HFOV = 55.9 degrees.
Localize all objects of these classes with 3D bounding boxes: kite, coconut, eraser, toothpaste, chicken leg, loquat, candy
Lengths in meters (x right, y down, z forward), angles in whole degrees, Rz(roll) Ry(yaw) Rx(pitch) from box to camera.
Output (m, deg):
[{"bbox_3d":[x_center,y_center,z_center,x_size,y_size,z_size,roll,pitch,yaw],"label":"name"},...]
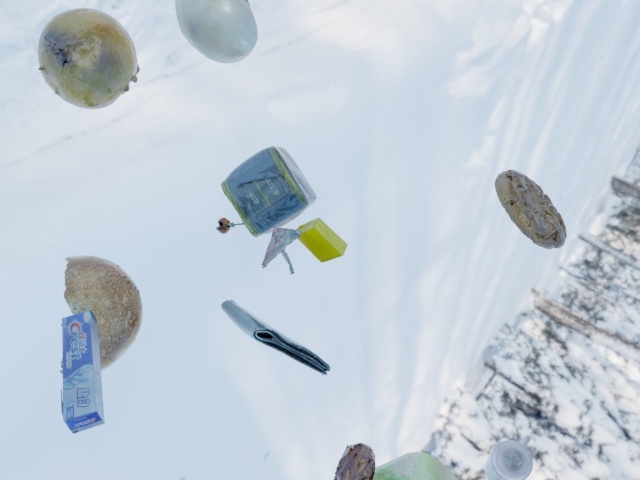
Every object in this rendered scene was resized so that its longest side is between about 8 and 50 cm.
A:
[{"bbox_3d":[-0.087,0.022,1.383,0.139,0.156,0.011,-45,134,18],"label":"kite"},{"bbox_3d":[0.213,0.687,1.509,0.328,0.281,0.328,-53,-178,3],"label":"coconut"},{"bbox_3d":[0.000,0.000,1.687,0.097,0.122,0.045,-19,-145,47],"label":"eraser"},{"bbox_3d":[-0.486,0.259,1.228,0.066,0.272,0.053,-17,133,-10],"label":"toothpaste"},{"bbox_3d":[0.035,0.608,1.401,0.304,0.093,0.113,-51,178,-28],"label":"chicken leg"},{"bbox_3d":[-0.402,-0.321,1.074,0.205,0.150,0.172,-11,95,-58],"label":"loquat"},{"bbox_3d":[-0.286,-0.050,1.951,0.049,0.185,0.055,-11,94,-33],"label":"candy"},{"bbox_3d":[-0.342,-0.692,1.918,0.185,0.296,0.295,-50,158,-37],"label":"candy"}]

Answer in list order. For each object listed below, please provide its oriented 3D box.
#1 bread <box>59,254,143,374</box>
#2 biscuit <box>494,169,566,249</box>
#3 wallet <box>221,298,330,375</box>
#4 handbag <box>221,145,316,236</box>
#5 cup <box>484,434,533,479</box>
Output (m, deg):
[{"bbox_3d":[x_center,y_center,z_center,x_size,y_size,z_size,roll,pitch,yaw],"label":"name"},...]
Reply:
[{"bbox_3d":[-0.549,0.186,1.527,0.171,0.192,0.313,134,-46,-66],"label":"bread"},{"bbox_3d":[0.484,-0.074,1.377,0.042,0.225,0.226,-41,172,36],"label":"biscuit"},{"bbox_3d":[-0.133,0.279,1.736,0.290,0.251,0.054,36,82,-33],"label":"wallet"},{"bbox_3d":[-0.178,-0.174,2.096,0.241,0.263,0.222,-34,-174,13],"label":"handbag"},{"bbox_3d":[0.469,0.544,1.505,0.133,0.099,0.135,78,24,-57],"label":"cup"}]
